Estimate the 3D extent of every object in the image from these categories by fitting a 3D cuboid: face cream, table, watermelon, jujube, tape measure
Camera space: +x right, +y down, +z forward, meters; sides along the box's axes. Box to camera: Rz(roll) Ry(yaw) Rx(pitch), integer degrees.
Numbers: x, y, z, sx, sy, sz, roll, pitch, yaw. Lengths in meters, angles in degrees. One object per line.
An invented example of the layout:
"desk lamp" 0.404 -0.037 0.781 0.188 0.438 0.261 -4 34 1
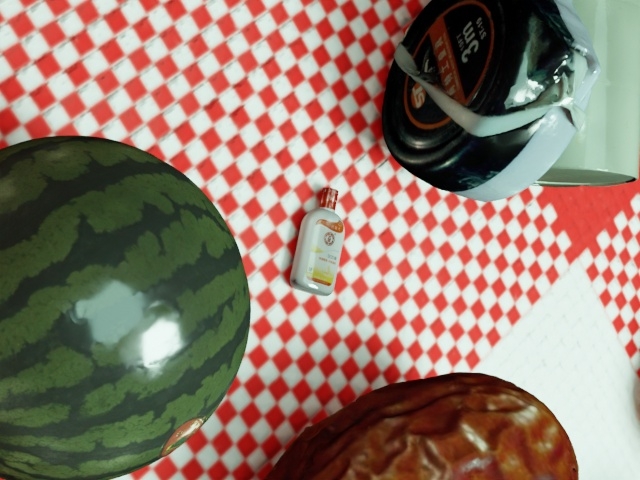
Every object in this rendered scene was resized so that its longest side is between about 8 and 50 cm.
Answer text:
"face cream" 0.000 0.000 0.878 0.040 0.021 0.083 17 78 -35
"table" 0.215 -0.163 0.972 0.126 0.126 0.220 6 85 -35
"watermelon" -0.147 0.041 0.661 0.212 0.212 0.212 1 88 -35
"jujube" 0.055 0.212 0.810 0.290 0.197 0.197 -29 106 -17
"tape measure" 0.131 -0.124 0.880 0.107 0.181 0.182 19 45 -29
